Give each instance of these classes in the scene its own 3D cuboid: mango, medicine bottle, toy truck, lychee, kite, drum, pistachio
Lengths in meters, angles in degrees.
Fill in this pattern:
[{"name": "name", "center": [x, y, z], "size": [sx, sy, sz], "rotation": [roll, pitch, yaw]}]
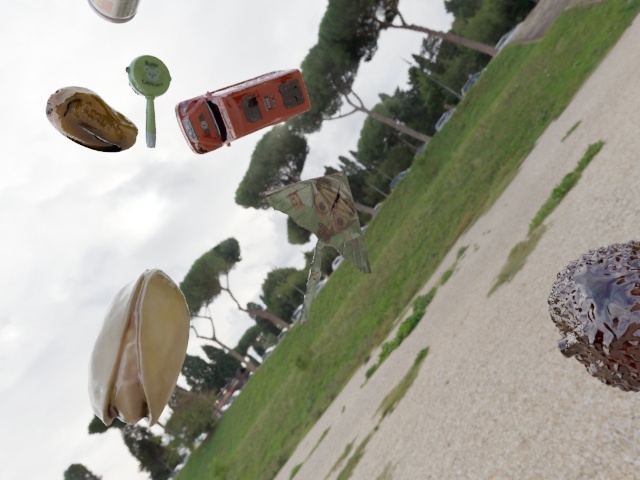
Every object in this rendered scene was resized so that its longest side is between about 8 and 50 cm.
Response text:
[{"name": "mango", "center": [-0.646, -0.343, 1.240], "size": [0.249, 0.151, 0.156], "rotation": [18, -75, -44]}, {"name": "medicine bottle", "center": [-0.499, -0.655, 1.071], "size": [0.133, 0.133, 0.250], "rotation": [-48, 23, -26]}, {"name": "toy truck", "center": [-0.149, -0.260, 0.856], "size": [0.253, 0.114, 0.107], "rotation": [-31, -64, -29]}, {"name": "lychee", "center": [0.258, 0.059, 0.352], "size": [0.129, 0.123, 0.123], "rotation": [-20, 8, 30]}, {"name": "kite", "center": [0.001, 0.000, 0.622], "size": [0.012, 0.229, 0.250], "rotation": [-15, 51, 46]}, {"name": "drum", "center": [-0.472, -0.400, 1.245], "size": [0.130, 0.049, 0.253], "rotation": [-24, -70, -40]}, {"name": "pistachio", "center": [-0.326, 0.184, 0.789], "size": [0.181, 0.162, 0.292], "rotation": [110, 165, -51]}]
